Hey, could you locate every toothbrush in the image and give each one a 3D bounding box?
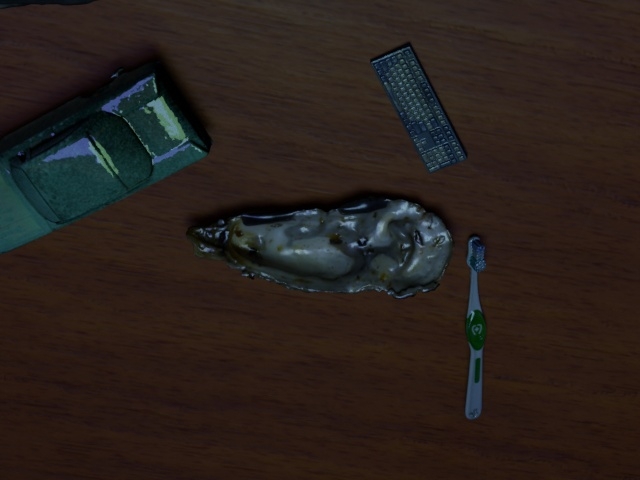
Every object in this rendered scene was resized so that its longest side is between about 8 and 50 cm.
[{"bbox_3d":[0.209,0.123,2.132,0.030,0.030,0.304,-2,125,0],"label":"toothbrush"}]

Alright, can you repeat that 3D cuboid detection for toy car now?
[{"bbox_3d":[-0.303,-0.096,1.937,0.320,0.097,0.141,-25,119,14],"label":"toy car"}]

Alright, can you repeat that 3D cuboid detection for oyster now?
[{"bbox_3d":[0.000,0.003,2.028,0.345,0.078,0.129,2,102,0],"label":"oyster"}]

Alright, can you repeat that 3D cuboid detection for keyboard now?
[{"bbox_3d":[0.123,-0.161,1.954,0.055,0.014,0.176,-21,120,16],"label":"keyboard"}]

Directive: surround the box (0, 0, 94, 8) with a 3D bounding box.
[{"bbox_3d":[-0.385,-0.420,1.681,0.350,0.091,0.359,-1,106,-1],"label":"box"}]
